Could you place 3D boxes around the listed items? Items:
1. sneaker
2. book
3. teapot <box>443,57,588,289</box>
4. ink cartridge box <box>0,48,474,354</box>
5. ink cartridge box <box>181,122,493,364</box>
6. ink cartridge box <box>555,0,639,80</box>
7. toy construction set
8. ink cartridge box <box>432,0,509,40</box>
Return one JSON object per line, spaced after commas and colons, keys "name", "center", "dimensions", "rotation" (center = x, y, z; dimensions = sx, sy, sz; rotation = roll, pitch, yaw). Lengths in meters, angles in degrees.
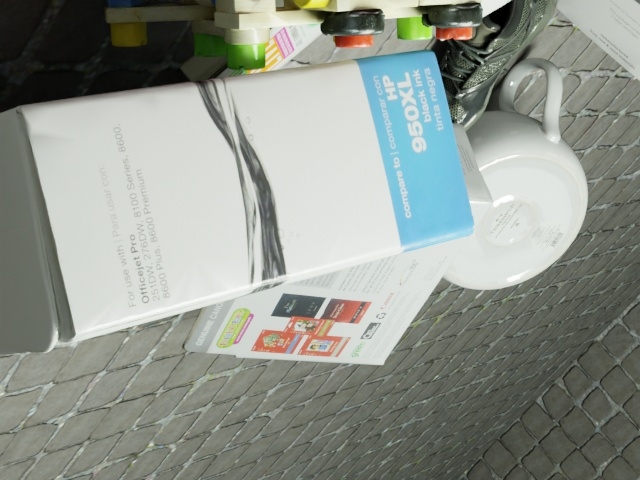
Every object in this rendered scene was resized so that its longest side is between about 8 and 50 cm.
{"name": "sneaker", "center": [0.161, -0.207, 1.535], "dimensions": [0.227, 0.087, 0.130], "rotation": [-51, 155, 19]}
{"name": "book", "center": [-0.058, -0.183, 1.290], "dimensions": [0.144, 0.035, 0.096], "rotation": [-40, 164, -2]}
{"name": "teapot", "center": [0.212, -0.077, 1.761], "dimensions": [0.256, 0.187, 0.252], "rotation": [-21, 130, -3]}
{"name": "ink cartridge box", "center": [-0.121, -0.030, 1.089], "dimensions": [0.395, 0.166, 0.285], "rotation": [-14, -177, -41]}
{"name": "ink cartridge box", "center": [0.000, 0.000, 1.561], "dimensions": [0.272, 0.130, 0.309], "rotation": [5, 138, -26]}
{"name": "ink cartridge box", "center": [0.437, -0.339, 1.549], "dimensions": [0.198, 0.197, 0.270], "rotation": [-35, 160, -29]}
{"name": "toy construction set", "center": [0.005, -0.219, 1.094], "dimensions": [0.328, 0.215, 0.151], "rotation": [-27, 115, -31]}
{"name": "ink cartridge box", "center": [0.180, -0.311, 1.347], "dimensions": [0.203, 0.086, 0.148], "rotation": [-31, 157, -18]}
